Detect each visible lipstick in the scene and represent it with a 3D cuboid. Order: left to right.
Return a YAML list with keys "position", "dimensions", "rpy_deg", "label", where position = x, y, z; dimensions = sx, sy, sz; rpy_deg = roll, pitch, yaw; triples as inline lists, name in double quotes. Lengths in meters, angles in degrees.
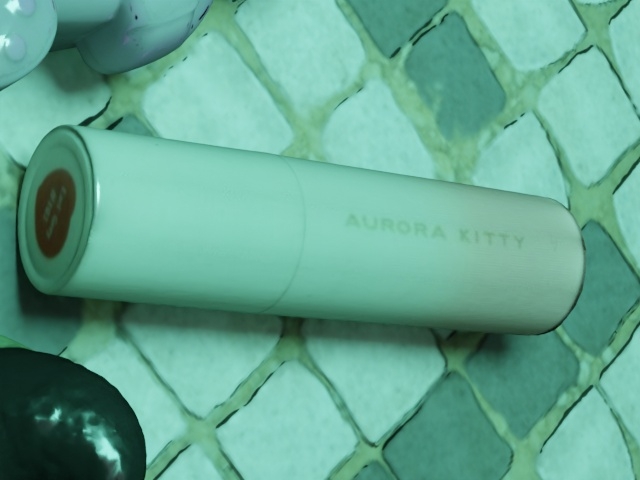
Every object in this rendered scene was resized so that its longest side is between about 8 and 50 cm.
- position: [0.000, 0.000, 0.922]
  dimensions: [0.327, 0.087, 0.087]
  rpy_deg: [7, 77, -36]
  label: "lipstick"

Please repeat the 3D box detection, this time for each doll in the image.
- position: [-0.160, 0.151, 0.755]
  dimensions: [0.135, 0.143, 0.234]
  rpy_deg: [12, 74, -9]
  label: "doll"

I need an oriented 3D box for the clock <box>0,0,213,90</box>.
- position: [-0.144, -0.227, 0.845]
  dimensions: [0.322, 0.113, 0.295]
  rpy_deg: [-22, 95, -38]
  label: "clock"
